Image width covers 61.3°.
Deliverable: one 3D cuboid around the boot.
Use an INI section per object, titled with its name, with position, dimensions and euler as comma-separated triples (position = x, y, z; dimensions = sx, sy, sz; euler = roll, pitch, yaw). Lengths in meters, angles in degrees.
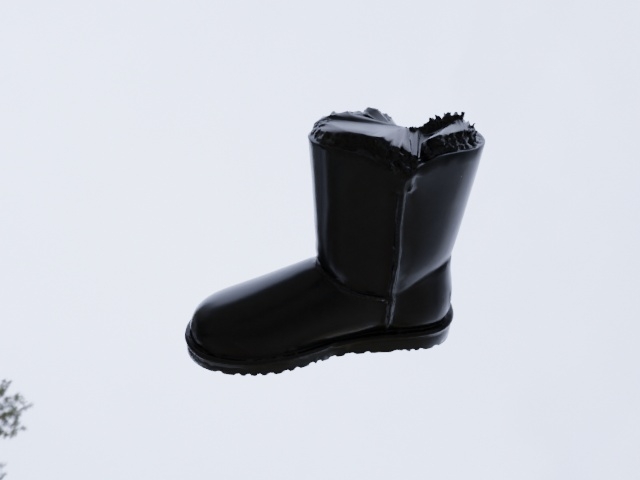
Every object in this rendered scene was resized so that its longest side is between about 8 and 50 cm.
[boot]
position = 0.000, 0.000, 0.437
dimensions = 0.246, 0.094, 0.207
euler = -5, -57, -3
